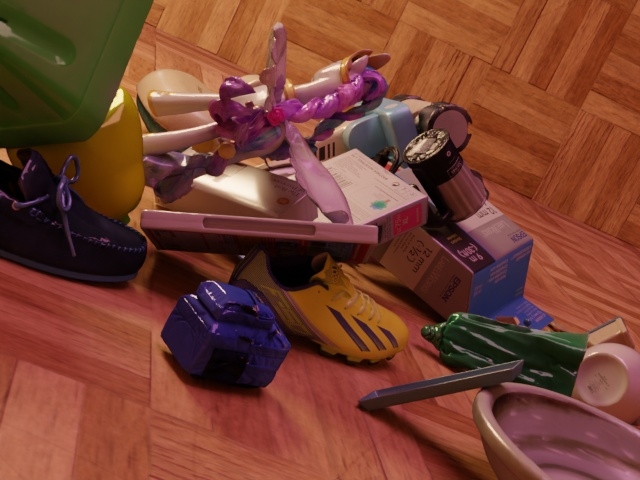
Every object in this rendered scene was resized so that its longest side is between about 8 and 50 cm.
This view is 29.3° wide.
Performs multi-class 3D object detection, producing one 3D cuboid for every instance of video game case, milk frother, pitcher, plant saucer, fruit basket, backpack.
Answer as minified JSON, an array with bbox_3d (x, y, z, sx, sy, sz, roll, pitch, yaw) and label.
[{"bbox_3d":[-0.076,-0.002,1.553,0.285,0.025,0.204,4,-8,-1],"label":"video game case"},{"bbox_3d":[0.170,-0.097,1.975,0.135,0.129,0.143,55,-12,-28],"label":"milk frother"},{"bbox_3d":[0.468,0.243,1.852,0.178,0.125,0.207,51,12,28],"label":"pitcher"},{"bbox_3d":[0.142,0.171,1.432,0.192,0.018,0.067,-14,-1,20],"label":"plant saucer"},{"bbox_3d":[-0.337,-0.201,1.558,0.392,0.283,0.392,17,-17,5],"label":"fruit basket"},{"bbox_3d":[-0.091,0.105,1.318,0.120,0.101,0.098,21,20,-37],"label":"backpack"},{"bbox_3d":[0.332,0.303,1.356,0.400,0.101,0.400,25,14,-6],"label":"plant saucer"}]

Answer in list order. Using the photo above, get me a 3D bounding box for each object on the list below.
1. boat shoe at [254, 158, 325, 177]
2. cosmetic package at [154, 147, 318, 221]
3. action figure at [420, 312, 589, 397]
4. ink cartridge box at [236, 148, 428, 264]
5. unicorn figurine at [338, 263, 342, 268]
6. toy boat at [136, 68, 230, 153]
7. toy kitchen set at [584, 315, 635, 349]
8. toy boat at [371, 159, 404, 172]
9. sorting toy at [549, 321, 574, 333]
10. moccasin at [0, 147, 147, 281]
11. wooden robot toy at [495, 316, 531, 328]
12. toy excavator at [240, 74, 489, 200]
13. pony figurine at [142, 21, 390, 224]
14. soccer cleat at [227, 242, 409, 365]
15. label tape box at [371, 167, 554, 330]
[{"bbox_3d":[-0.017,-0.074,2.119,0.302,0.113,0.103,-4,64,-32],"label":"boat shoe"},{"bbox_3d":[-0.129,-0.068,1.815,0.239,0.060,0.099,19,42,29],"label":"cosmetic package"},{"bbox_3d":[0.257,0.164,1.773,0.232,0.137,0.063,19,-11,5],"label":"action figure"},{"bbox_3d":[-0.014,-0.031,1.855,0.311,0.065,0.186,-22,39,-28],"label":"ink cartridge box"},{"bbox_3d":[0.000,0.000,2.022,0.111,0.060,0.162,28,-3,11],"label":"unicorn figurine"},{"bbox_3d":[-0.315,-0.247,2.227,0.318,0.148,0.267,30,16,-21],"label":"toy boat"},{"bbox_3d":[0.605,0.223,2.295,0.207,0.166,0.122,61,4,-17],"label":"toy kitchen set"},{"bbox_3d":[0.128,-0.046,2.272,0.231,0.151,0.151,29,30,13],"label":"toy boat"},{"bbox_3d":[0.457,0.170,2.320,0.062,0.012,0.083,25,9,-27],"label":"sorting toy"},{"bbox_3d":[-0.344,-0.048,1.380,0.342,0.117,0.138,19,14,-29],"label":"moccasin"},{"bbox_3d":[0.330,0.190,1.914,0.173,0.079,0.076,37,-35,-25],"label":"wooden robot toy"},{"bbox_3d":[0.062,-0.173,2.429,0.445,0.433,0.222,-25,21,-17],"label":"toy excavator"},{"bbox_3d":[-0.080,-0.164,1.699,0.363,0.303,0.351,-14,24,12],"label":"pony figurine"},{"bbox_3d":[0.013,0.080,1.561,0.289,0.121,0.093,17,16,-34],"label":"soccer cleat"},{"bbox_3d":[0.240,0.022,2.055,0.347,0.115,0.249,40,31,18],"label":"label tape box"}]
